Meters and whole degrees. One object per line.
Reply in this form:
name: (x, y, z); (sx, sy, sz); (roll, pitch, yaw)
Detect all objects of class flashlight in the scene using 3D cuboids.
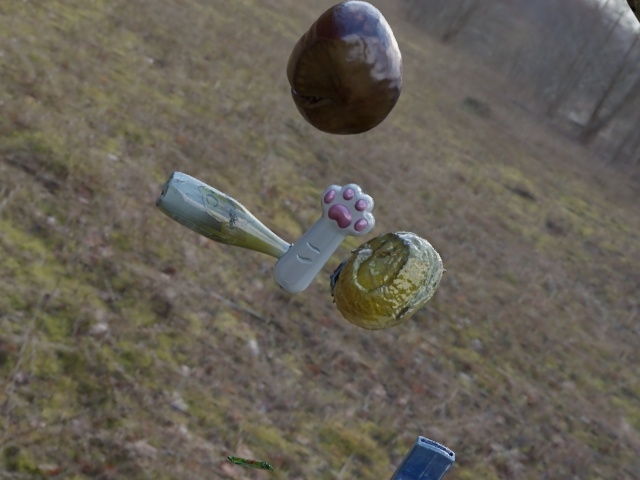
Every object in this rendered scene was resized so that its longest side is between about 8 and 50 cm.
flashlight: (0.000, 0.000, 1.468); (0.093, 0.200, 0.047); (43, 12, 7)

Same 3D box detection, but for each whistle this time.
whistle: (0.103, 0.321, 1.158); (0.090, 0.158, 0.090); (19, 31, -12)

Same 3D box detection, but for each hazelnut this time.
hazelnut: (0.050, -0.321, 1.767); (0.217, 0.251, 0.217); (4, 46, -4)

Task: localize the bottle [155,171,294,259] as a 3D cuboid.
bottle: (-0.153, -0.029, 1.667); (0.269, 0.083, 0.083); (27, 15, -17)

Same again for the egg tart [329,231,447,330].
egg tart: (0.130, 0.070, 1.995); (0.098, 0.252, 0.232); (57, 19, -50)

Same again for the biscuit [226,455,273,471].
biscuit: (-0.134, 0.431, 1.859); (0.089, 0.016, 0.046); (5, -20, 16)

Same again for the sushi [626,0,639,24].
sushi: (0.518, -0.251, 1.143); (0.343, 0.182, 0.196); (57, -19, -6)
